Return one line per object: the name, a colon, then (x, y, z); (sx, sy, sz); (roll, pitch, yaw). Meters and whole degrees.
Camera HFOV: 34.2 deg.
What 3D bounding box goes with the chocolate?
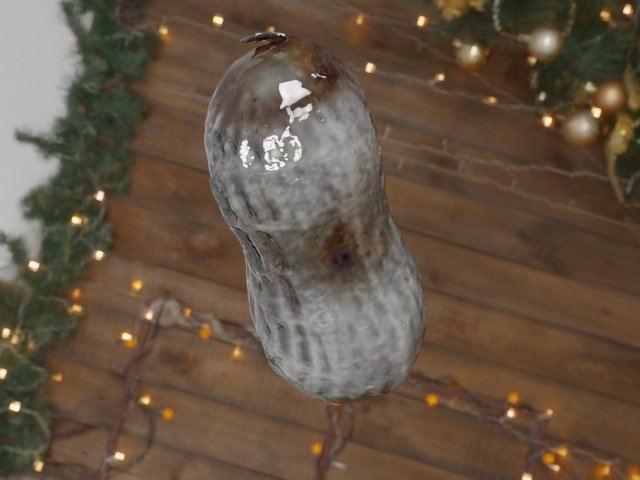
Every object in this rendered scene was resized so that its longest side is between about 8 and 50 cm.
chocolate: (0.000, 0.000, 0.602); (0.110, 0.110, 0.248); (-74, -28, -47)
